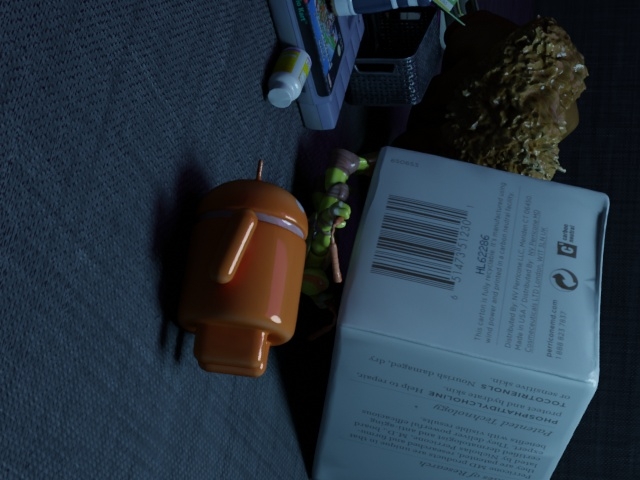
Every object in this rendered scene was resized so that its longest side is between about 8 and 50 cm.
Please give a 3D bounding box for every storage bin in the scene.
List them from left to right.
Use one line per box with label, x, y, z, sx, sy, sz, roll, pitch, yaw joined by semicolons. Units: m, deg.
storage bin;0.110;-0.287;1.886;0.180;0.122;0.084;-64;151;-48

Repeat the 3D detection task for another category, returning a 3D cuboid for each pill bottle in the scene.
pill bottle;-0.041;-0.204;1.533;0.083;0.043;0.043;-71;156;-44

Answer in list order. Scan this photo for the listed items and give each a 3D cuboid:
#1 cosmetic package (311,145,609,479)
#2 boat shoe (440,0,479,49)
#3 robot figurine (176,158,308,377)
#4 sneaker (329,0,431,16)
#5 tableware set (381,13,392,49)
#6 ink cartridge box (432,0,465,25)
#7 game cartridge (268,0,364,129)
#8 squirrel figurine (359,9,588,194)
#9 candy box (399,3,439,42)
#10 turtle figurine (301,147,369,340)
cosmetic package;0.188;0.139;1.697;0.394;0.327;0.329;98;5;-51
boat shoe;0.281;-0.521;2.501;0.305;0.091;0.109;73;25;-48
robot figurine;-0.080;0.029;1.280;0.158;0.128;0.219;28;63;-45
sneaker;0.100;-0.428;1.597;0.099;0.153;0.282;41;52;-70
tableware set;0.110;-0.414;2.029;0.128;0.039;0.194;61;34;-59
ink cartridge box;0.158;-0.418;1.884;0.109;0.062;0.209;32;12;-37
game cartridge;-0.009;-0.345;1.608;0.355;0.068;0.230;73;20;-47
squirrel figurine;0.239;-0.181;1.970;0.281;0.370;0.397;52;-15;-8
candy box;0.177;-0.436;2.131;0.233;0.071;0.159;0;92;-84
turtle figurine;0.000;0.000;1.623;0.269;0.087;0.217;96;6;-55
